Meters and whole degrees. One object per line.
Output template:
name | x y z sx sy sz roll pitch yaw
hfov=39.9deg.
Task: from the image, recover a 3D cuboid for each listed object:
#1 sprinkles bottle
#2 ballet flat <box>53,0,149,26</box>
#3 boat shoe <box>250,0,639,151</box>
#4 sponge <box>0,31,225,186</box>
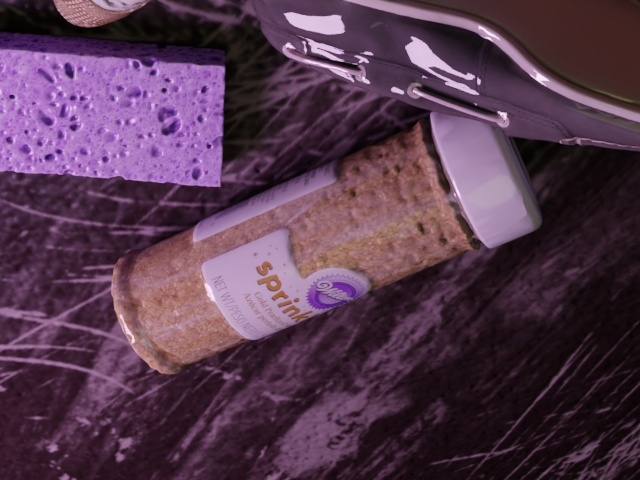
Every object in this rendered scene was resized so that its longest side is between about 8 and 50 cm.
sprinkles bottle | 0.000 0.000 0.745 0.355 0.121 0.121 -23 128 16
ballet flat | -0.113 -0.206 0.595 0.206 0.067 0.073 -35 125 24
boat shoe | 0.107 -0.132 0.606 0.335 0.112 0.095 24 147 10
sponge | -0.182 -0.103 0.703 0.210 0.031 0.117 3 130 -7
